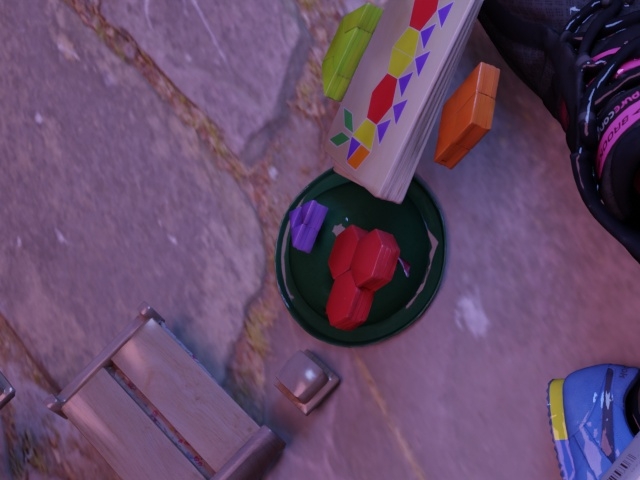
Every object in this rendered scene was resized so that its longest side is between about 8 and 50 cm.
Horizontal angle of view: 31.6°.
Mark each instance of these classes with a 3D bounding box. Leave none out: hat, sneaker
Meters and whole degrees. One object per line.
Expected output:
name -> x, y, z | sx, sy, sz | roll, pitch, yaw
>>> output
hat -> 0.000, 0.000, 0.966 | 0.209, 0.184, 0.173 | -29, 72, 26
sneaker -> 0.234, 0.199, 0.869 | 0.082, 0.069, 0.209 | -14, 77, 26
sneaker -> 0.253, -0.102, 0.810 | 0.185, 0.202, 0.482 | -44, 64, 19

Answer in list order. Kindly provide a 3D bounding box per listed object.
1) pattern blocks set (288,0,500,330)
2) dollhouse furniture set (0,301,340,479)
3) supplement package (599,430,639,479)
pattern blocks set -> 0.062, -0.120, 0.882 | 0.324, 0.026, 0.285 | -62, 26, 20
dollhouse furniture set -> -0.190, 0.187, 1.143 | 0.355, 0.174, 0.303 | -44, 62, -7
supplement package -> 0.269, 0.230, 0.781 | 0.179, 0.105, 0.105 | 39, 89, 8
